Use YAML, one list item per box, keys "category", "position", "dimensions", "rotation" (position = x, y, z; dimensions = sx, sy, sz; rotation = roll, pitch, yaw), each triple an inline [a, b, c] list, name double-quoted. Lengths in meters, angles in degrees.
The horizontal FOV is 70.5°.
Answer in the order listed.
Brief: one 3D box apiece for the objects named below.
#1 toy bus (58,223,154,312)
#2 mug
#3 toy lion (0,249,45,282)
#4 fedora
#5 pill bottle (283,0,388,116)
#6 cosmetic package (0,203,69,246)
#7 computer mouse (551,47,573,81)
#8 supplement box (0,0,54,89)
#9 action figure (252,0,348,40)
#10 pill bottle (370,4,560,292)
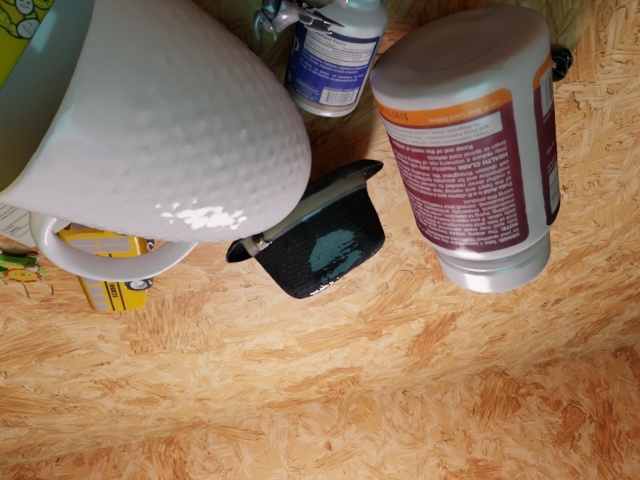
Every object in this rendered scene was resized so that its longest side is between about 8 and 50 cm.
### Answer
- category: "toy bus"
  position: [-0.378, 0.005, 0.823]
  dimensions: [0.130, 0.108, 0.332]
  rotation: [-2, 144, -15]
- category: "mug"
  position: [-0.206, -0.097, 0.571]
  dimensions: [0.328, 0.276, 0.374]
  rotation: [20, 114, -48]
- category: "toy lion"
  position: [-0.595, 0.056, 0.885]
  dimensions: [0.100, 0.034, 0.096]
  rotation: [13, 145, -33]
- category: "fedora"
  position: [0.000, 0.000, 0.805]
  dimensions: [0.334, 0.152, 0.334]
  rotation: [-31, 178, -1]
- category: "pill bottle"
  position: [0.023, -0.266, 0.583]
  dimensions: [0.112, 0.112, 0.186]
  rotation: [0, 143, -20]
- category: "cosmetic package"
  position: [-0.461, -0.129, 0.585]
  dimensions: [0.153, 0.129, 0.296]
  rotation: [-28, 143, 16]
- category: "computer mouse"
  position: [0.298, -0.214, 0.792]
  dimensions: [0.189, 0.072, 0.272]
  rotation: [3, 142, -25]
- category: "supplement box"
  position: [-0.384, -0.159, 0.355]
  dimensions: [0.194, 0.195, 0.356]
  rotation: [32, 82, -47]
- category: "action figure"
  position: [-0.002, -0.333, 0.445]
  dimensions: [0.099, 0.185, 0.285]
  rotation: [-14, 142, -56]
- category: "pill bottle"
  position: [0.236, -0.113, 0.691]
  dimensions: [0.224, 0.224, 0.392]
  rotation: [-21, 129, 9]
